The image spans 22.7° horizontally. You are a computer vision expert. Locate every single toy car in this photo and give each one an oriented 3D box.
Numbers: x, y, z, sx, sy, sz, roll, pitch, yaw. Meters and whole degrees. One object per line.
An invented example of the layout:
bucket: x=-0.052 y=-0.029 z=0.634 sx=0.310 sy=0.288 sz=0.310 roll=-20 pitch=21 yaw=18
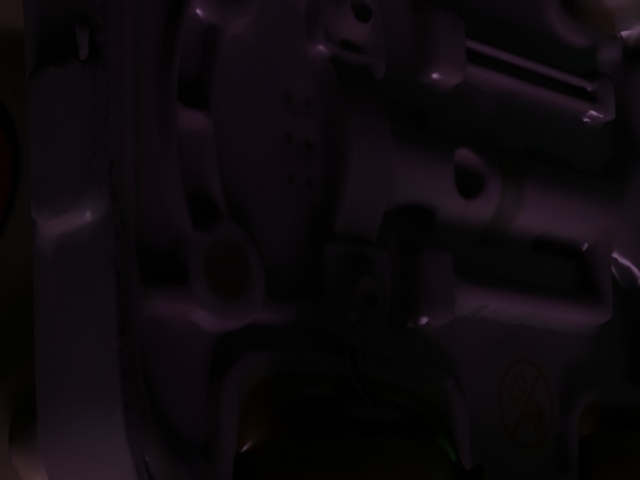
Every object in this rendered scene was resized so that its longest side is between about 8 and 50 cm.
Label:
toy car: x=0.000 y=0.000 z=0.569 sx=0.336 sy=0.242 sz=0.226 roll=7 pitch=165 yaw=-44
